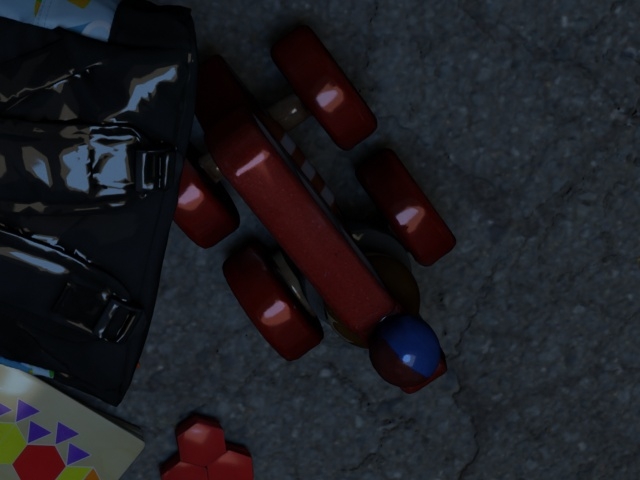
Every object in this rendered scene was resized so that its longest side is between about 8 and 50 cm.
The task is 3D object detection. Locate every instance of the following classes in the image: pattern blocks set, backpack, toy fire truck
[{"bbox_3d":[-0.247,0.176,1.470,0.285,0.026,0.325,-43,115,8],"label":"pattern blocks set"},{"bbox_3d":[-0.281,-0.074,1.210,0.356,0.273,0.290,6,117,-12],"label":"backpack"},{"bbox_3d":[0.000,0.000,1.318,0.169,0.254,0.302,-34,116,4],"label":"toy fire truck"}]
